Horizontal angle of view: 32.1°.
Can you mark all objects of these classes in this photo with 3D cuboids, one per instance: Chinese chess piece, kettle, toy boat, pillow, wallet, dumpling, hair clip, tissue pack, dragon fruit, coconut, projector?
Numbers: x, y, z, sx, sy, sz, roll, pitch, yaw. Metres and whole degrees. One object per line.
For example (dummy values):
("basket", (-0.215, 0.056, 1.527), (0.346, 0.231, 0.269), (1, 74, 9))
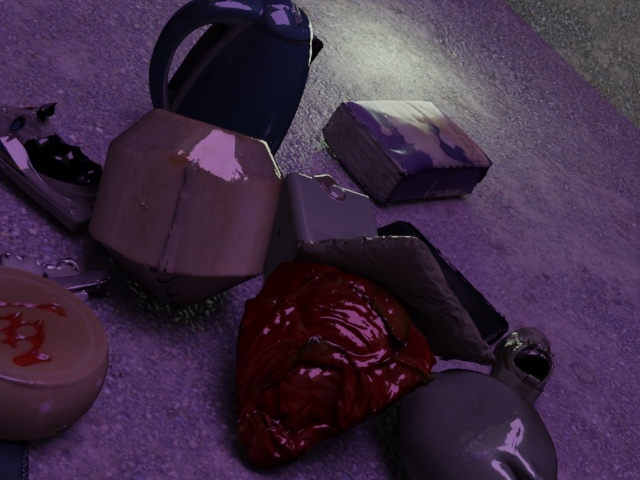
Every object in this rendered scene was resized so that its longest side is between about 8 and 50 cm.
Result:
("Chinese chess piece", (-0.411, 0.143, 1.468), (0.273, 0.102, 0.273), (23, 26, -12))
("kettle", (-0.170, -0.324, 2.123), (0.319, 0.342, 0.247), (7, 40, -34))
("toy boat", (-0.448, -0.139, 1.829), (0.269, 0.141, 0.141), (51, 33, 2))
("pillow", (0.121, 0.093, 1.793), (0.274, 0.281, 0.076), (54, 57, -27))
("wallet", (-0.405, 0.282, 1.377), (0.088, 0.026, 0.129), (17, 32, -26))
("dumpling", (0.262, 0.327, 1.731), (0.270, 0.212, 0.320), (18, 45, -27))
("wallet", (0.224, 0.088, 2.182), (0.318, 0.045, 0.172), (45, 36, 18))
("hair clip", (-0.395, 0.063, 1.671), (0.172, 0.049, 0.116), (-1, 40, -38))
("tissue pack", (0.199, -0.203, 2.484), (0.344, 0.125, 0.242), (-9, 50, -47))
("dragon fruit", (0.004, 0.224, 1.685), (0.302, 0.240, 0.330), (14, 49, 27))
("coconut", (-0.212, -0.045, 1.767), (0.323, 0.323, 0.323), (23, 33, -16))
("projector", (0.000, 0.000, 1.996), (0.177, 0.163, 0.242), (17, 37, -26))

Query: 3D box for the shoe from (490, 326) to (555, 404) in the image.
("shoe", (0.388, 0.229, 2.084), (0.103, 0.098, 0.275), (36, 30, -2))
